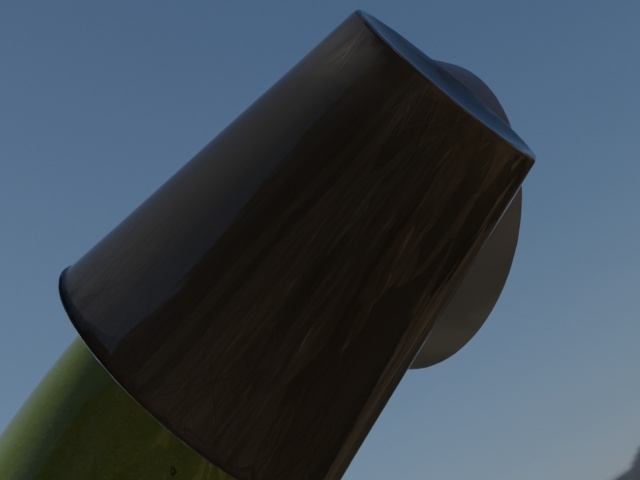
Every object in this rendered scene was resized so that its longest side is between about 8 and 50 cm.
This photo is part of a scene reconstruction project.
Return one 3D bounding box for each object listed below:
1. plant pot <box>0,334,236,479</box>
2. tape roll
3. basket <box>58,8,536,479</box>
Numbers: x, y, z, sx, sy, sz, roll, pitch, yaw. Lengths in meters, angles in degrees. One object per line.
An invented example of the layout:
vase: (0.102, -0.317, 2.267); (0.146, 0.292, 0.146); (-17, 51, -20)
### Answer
plant pot: (-0.153, 0.198, 0.979); (0.275, 0.275, 0.293); (78, -153, -67)
tape roll: (0.039, -0.021, 0.853); (0.072, 0.219, 0.219); (7, -44, -34)
basket: (0.000, 0.000, 0.689); (0.227, 0.204, 0.154); (-49, -4, 14)
